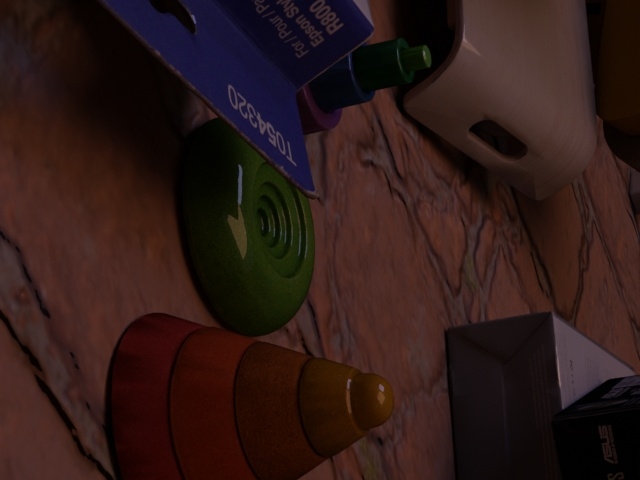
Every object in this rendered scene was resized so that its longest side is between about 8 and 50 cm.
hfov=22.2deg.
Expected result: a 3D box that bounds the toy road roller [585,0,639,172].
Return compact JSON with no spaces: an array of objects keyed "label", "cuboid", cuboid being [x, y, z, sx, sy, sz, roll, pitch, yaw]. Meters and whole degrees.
[{"label":"toy road roller","cuboid":[0.303,-0.180,1.513,0.202,0.240,0.330,28,61,-37]}]

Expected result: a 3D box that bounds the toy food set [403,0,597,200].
[{"label":"toy food set","cuboid":[0.132,-0.209,1.357,0.219,0.092,0.306,28,52,-48]}]

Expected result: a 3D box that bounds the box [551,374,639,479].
[{"label":"box","cuboid":[0.240,0.181,1.194,0.180,0.077,0.147,-13,92,-66]}]

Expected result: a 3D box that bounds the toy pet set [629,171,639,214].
[{"label":"toy pet set","cuboid":[0.412,-0.040,1.928,0.122,0.065,0.114,-74,145,-47]}]

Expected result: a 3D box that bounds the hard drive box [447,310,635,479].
[{"label":"hard drive box","cuboid":[0.187,0.171,1.290,0.232,0.089,0.181,31,53,-60]}]

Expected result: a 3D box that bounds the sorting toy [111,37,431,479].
[{"label":"sorting toy","cuboid":[0.000,0.000,0.892,0.127,0.126,0.366,61,30,-37]}]

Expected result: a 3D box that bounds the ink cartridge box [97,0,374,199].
[{"label":"ink cartridge box","cuboid":[-0.074,-0.231,0.811,0.324,0.071,0.330,42,29,-54]}]
